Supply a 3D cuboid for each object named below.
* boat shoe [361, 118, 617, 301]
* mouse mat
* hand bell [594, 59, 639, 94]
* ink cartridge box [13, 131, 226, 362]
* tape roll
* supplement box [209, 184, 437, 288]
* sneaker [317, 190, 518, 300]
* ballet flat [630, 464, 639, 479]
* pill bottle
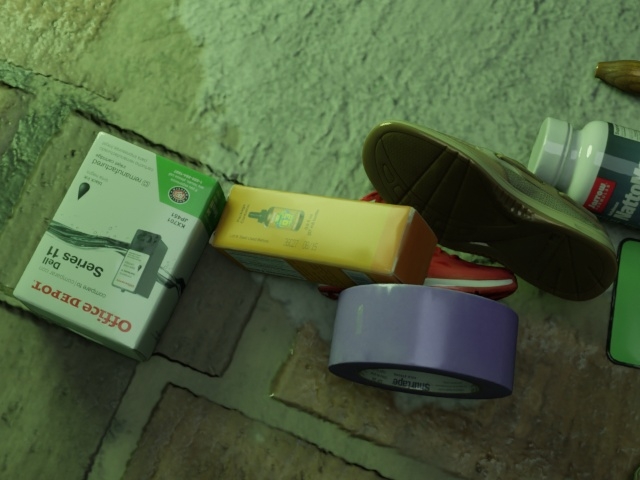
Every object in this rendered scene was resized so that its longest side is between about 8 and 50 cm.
[{"bbox_3d":[0.184,-0.045,1.025,0.302,0.109,0.098,28,33,-2],"label":"boat shoe"},{"bbox_3d":[0.427,0.084,1.078,0.189,0.007,0.153,11,74,3],"label":"mouse mat"},{"bbox_3d":[0.450,-0.179,1.120,0.242,0.126,0.126,16,74,17],"label":"hand bell"},{"bbox_3d":[-0.218,0.008,1.041,0.153,0.087,0.208,22,76,5],"label":"ink cartridge box"},{"bbox_3d":[0.105,0.107,0.969,0.189,0.189,0.080,9,73,1],"label":"tape roll"},{"bbox_3d":[0.000,0.000,1.003,0.233,0.080,0.078,10,71,31],"label":"supplement box"},{"bbox_3d":[0.109,0.003,1.053,0.221,0.087,0.128,2,75,-2],"label":"sneaker"},{"bbox_3d":[0.426,0.331,0.980,0.084,0.058,0.250,-36,78,-11],"label":"ballet flat"},{"bbox_3d":[0.332,-0.076,1.069,0.180,0.108,0.108,16,74,4],"label":"pill bottle"}]
